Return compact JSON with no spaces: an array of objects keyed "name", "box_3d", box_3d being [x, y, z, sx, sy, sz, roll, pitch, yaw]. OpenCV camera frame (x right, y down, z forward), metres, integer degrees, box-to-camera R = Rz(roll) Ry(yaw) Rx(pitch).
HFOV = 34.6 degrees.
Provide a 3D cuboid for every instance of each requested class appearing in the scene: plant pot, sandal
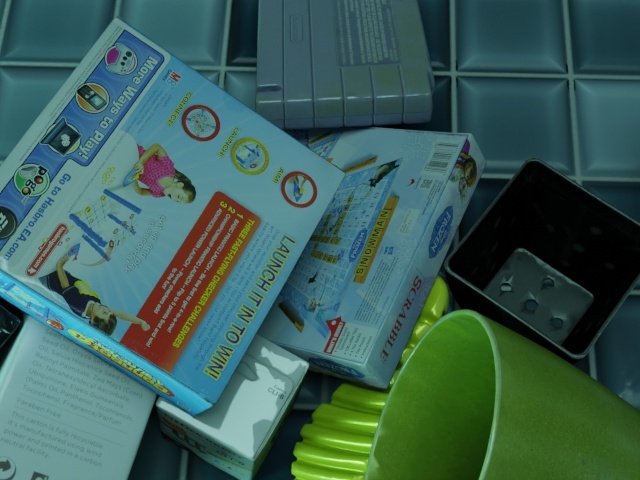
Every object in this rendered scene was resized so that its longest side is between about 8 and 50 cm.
[{"name":"plant pot","box_3d":[0.269,0.050,1.248,0.187,0.167,0.188,35,69,17]},{"name":"plant pot","box_3d":[0.231,0.242,1.015,0.294,0.275,0.274,20,65,-14]},{"name":"sandal","box_3d":[0.084,0.196,1.207,0.126,0.138,0.317,18,70,44]}]

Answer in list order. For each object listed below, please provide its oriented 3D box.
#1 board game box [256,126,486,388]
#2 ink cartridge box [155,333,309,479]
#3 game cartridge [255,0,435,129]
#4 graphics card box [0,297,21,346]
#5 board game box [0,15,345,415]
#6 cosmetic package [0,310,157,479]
[{"name":"board game box","box_3d":[0.000,0.000,1.260,0.318,0.066,0.318,10,62,36]},{"name":"ink cartridge box","box_3d":[-0.102,0.184,1.180,0.128,0.176,0.127,28,68,6]},{"name":"game cartridge","box_3d":[0.028,-0.268,1.400,0.230,0.068,0.355,1,41,-2]},{"name":"graphics card box","box_3d":[-0.477,0.182,1.120,0.094,0.233,0.371,42,86,-17]},{"name":"board game box","box_3d":[-0.174,-0.027,1.079,0.302,0.086,0.308,34,63,-9]},{"name":"cosmetic package","box_3d":[-0.268,0.101,1.182,0.162,0.230,0.453,25,65,-18]}]
